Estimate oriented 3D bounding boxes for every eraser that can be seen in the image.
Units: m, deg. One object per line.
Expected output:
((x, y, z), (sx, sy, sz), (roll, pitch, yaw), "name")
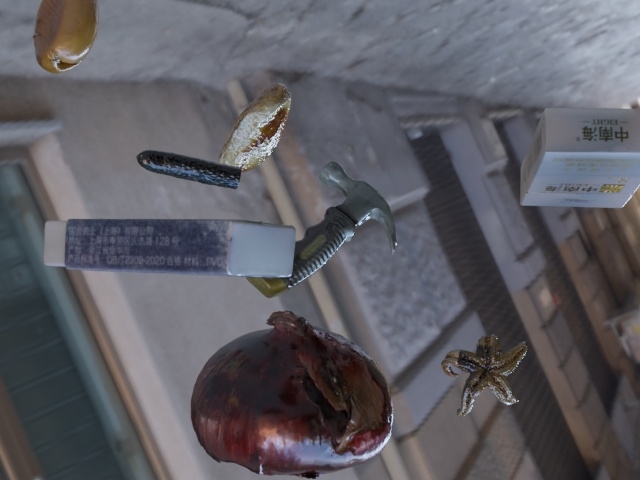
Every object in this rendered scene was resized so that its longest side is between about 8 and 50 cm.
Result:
((-0.132, 0.006, 0.889), (0.213, 0.046, 0.092), (0, 177, 33), "eraser")

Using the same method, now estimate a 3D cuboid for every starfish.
((0.330, 0.256, 1.989), (0.190, 0.146, 0.074), (-23, 175, -16), "starfish")

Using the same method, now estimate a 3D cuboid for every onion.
((-0.031, 0.185, 1.352), (0.272, 0.195, 0.272), (4, -152, -2), "onion")

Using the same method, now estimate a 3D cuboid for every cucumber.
((-0.167, -0.091, 1.305), (0.133, 0.032, 0.032), (10, 169, -16), "cucumber")

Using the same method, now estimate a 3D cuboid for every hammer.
((0.000, 0.000, 1.440), (0.226, 0.159, 0.041), (-39, 161, -25), "hammer")

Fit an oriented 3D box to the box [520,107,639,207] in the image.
((0.365, -0.108, 1.421), (0.155, 0.067, 0.243), (2, 165, 5), "box")

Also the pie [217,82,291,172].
((-0.124, -0.216, 2.037), (0.205, 0.084, 0.179), (-60, 177, 24), "pie")

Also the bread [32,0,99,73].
((-0.371, -0.315, 1.524), (0.114, 0.189, 0.077), (-28, 139, 24), "bread")
